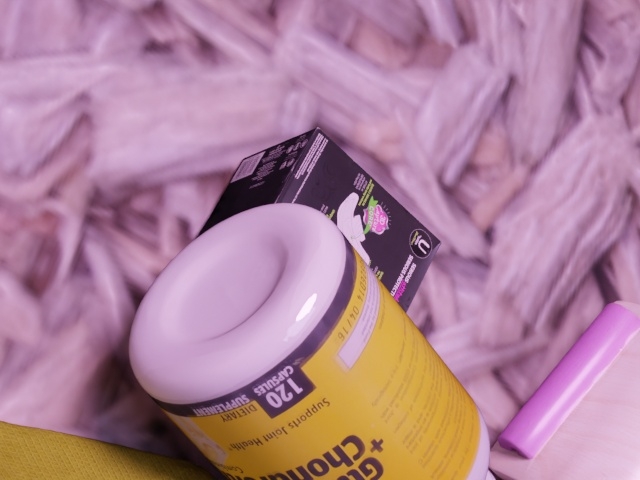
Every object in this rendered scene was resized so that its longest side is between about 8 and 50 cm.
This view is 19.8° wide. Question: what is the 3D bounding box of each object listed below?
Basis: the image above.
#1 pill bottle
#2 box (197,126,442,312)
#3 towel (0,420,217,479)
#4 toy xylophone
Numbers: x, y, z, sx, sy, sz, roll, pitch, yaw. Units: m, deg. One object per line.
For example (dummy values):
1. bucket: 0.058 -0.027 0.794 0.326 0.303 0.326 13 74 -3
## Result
1. pill bottle: 0.008 0.078 0.782 0.184 0.103 0.103 51 55 -32
2. box: 0.000 0.000 0.827 0.083 0.062 0.052 42 58 -21
3. towel: -0.127 0.084 0.698 0.237 0.102 0.021 18 103 -33
4. toy xylophone: 0.206 0.191 0.922 0.236 0.081 0.323 -41 108 -20
